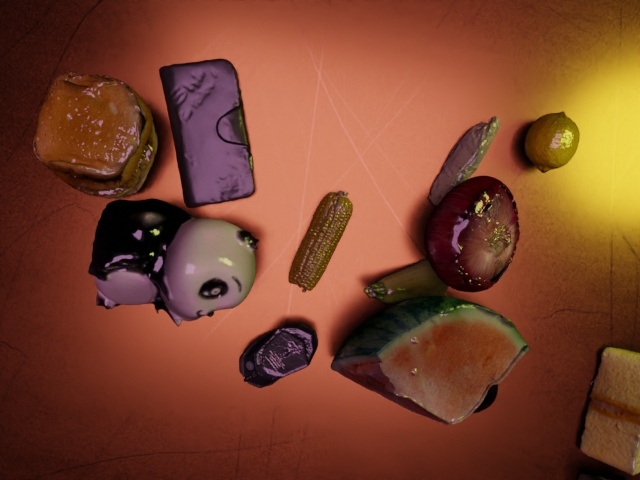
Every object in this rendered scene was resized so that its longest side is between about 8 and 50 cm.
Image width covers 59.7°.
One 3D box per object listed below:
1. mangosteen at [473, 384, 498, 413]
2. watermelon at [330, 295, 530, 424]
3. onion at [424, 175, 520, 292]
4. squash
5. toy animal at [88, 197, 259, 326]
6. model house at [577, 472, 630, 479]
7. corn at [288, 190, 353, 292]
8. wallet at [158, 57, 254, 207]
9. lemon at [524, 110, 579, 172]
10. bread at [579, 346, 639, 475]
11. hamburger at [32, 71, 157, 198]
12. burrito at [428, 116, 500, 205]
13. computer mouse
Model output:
[{"bbox_3d":[0.315,0.300,1.217,0.137,0.137,0.151,-2,64,-1],"label":"mangosteen"},{"bbox_3d":[0.207,0.198,1.107,0.319,0.222,0.292,30,71,29],"label":"watermelon"},{"bbox_3d":[0.312,-0.014,1.160,0.161,0.248,0.248,19,94,31],"label":"onion"},{"bbox_3d":[0.175,0.099,1.221,0.200,0.075,0.090,-9,114,-22],"label":"squash"},{"bbox_3d":[-0.285,0.040,1.128,0.310,0.251,0.250,10,94,-10],"label":"toy animal"},{"bbox_3d":[0.662,0.579,1.237,0.152,0.165,0.106,6,77,-3],"label":"model house"},{"bbox_3d":[0.000,0.000,1.206,0.080,0.080,0.238,27,96,-3],"label":"corn"},{"bbox_3d":[-0.241,-0.233,1.202,0.165,0.042,0.309,-9,94,1],"label":"wallet"},{"bbox_3d":[0.491,-0.209,1.187,0.109,0.109,0.133,15,103,-2],"label":"lemon"},{"bbox_3d":[0.692,0.378,1.239,0.178,0.142,0.265,10,92,13],"label":"bread"},{"bbox_3d":[-0.453,-0.210,1.142,0.245,0.163,0.244,0,88,3],"label":"hamburger"},{"bbox_3d":[0.315,-0.170,1.216,0.058,0.063,0.229,20,104,-42],"label":"burrito"},{"bbox_3d":[-0.090,0.247,1.230,0.192,0.062,0.105,-33,95,7],"label":"computer mouse"}]
